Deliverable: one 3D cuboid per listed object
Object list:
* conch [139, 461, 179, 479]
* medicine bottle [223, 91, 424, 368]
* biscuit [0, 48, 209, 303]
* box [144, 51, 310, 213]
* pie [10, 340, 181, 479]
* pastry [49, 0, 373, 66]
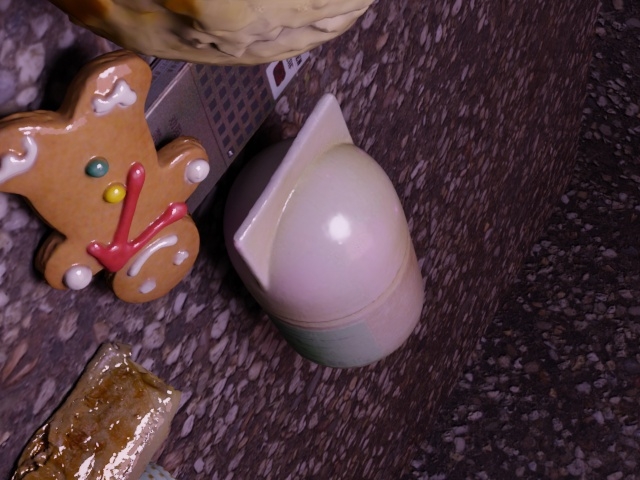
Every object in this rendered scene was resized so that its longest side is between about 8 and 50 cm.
[{"bbox_3d":[-0.251,0.343,1.175,0.199,0.131,0.172,-5,140,-22],"label":"conch"},{"bbox_3d":[0.000,0.000,1.293,0.236,0.235,0.406,-61,156,-18],"label":"medicine bottle"},{"bbox_3d":[-0.198,-0.036,0.985,0.216,0.047,0.340,-38,147,-16],"label":"biscuit"},{"bbox_3d":[-0.122,-0.169,1.116,0.325,0.047,0.180,-57,154,-26],"label":"box"},{"bbox_3d":[-0.265,0.251,1.089,0.283,0.128,0.068,-60,-175,-22],"label":"pie"},{"bbox_3d":[-0.096,-0.311,0.689,0.388,0.312,0.389,-175,-90,-75],"label":"pastry"}]
